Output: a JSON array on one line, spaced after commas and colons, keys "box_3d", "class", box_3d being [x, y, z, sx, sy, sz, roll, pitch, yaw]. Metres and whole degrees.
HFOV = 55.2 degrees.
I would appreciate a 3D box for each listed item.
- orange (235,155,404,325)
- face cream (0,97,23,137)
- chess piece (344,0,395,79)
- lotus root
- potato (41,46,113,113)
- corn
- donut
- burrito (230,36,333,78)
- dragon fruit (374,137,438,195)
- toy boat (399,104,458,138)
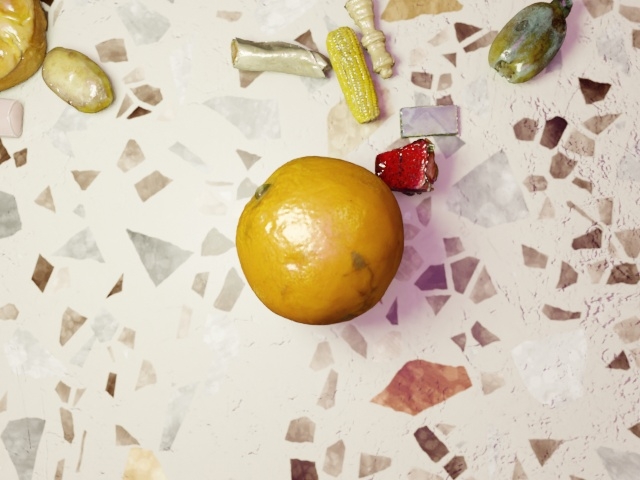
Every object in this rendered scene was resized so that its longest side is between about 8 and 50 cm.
[{"box_3d": [0.000, 0.000, 1.091, 0.311, 0.312, 0.313, 0, 86, 7], "class": "orange"}, {"box_3d": [-0.747, -0.270, 1.325, 0.198, 0.057, 0.084, 5, 100, 8], "class": "face cream"}, {"box_3d": [0.105, -0.406, 1.231, 0.060, 0.060, 0.172, -21, 84, 5], "class": "chess piece"}, {"box_3d": [0.410, -0.391, 1.177, 0.113, 0.088, 0.192, 41, 91, -8], "class": "lotus root"}, {"box_3d": [-0.511, -0.337, 1.289, 0.170, 0.080, 0.107, 33, 90, 3], "class": "potato"}, {"box_3d": [0.066, -0.329, 1.222, 0.071, 0.072, 0.203, -19, 84, 5], "class": "corn"}, {"box_3d": [-0.738, -0.446, 1.289, 0.317, 0.150, 0.300, 26, 90, 9], "class": "donut"}, {"box_3d": [-0.085, -0.372, 1.244, 0.225, 0.087, 0.061, 10, 126, 4], "class": "burrito"}, {"box_3d": [0.185, -0.133, 1.185, 0.147, 0.096, 0.102, 0, 80, 50], "class": "dragon fruit"}, {"box_3d": [0.216, -0.239, 1.225, 0.114, 0.016, 0.064, -2, 86, 6], "class": "toy boat"}]
